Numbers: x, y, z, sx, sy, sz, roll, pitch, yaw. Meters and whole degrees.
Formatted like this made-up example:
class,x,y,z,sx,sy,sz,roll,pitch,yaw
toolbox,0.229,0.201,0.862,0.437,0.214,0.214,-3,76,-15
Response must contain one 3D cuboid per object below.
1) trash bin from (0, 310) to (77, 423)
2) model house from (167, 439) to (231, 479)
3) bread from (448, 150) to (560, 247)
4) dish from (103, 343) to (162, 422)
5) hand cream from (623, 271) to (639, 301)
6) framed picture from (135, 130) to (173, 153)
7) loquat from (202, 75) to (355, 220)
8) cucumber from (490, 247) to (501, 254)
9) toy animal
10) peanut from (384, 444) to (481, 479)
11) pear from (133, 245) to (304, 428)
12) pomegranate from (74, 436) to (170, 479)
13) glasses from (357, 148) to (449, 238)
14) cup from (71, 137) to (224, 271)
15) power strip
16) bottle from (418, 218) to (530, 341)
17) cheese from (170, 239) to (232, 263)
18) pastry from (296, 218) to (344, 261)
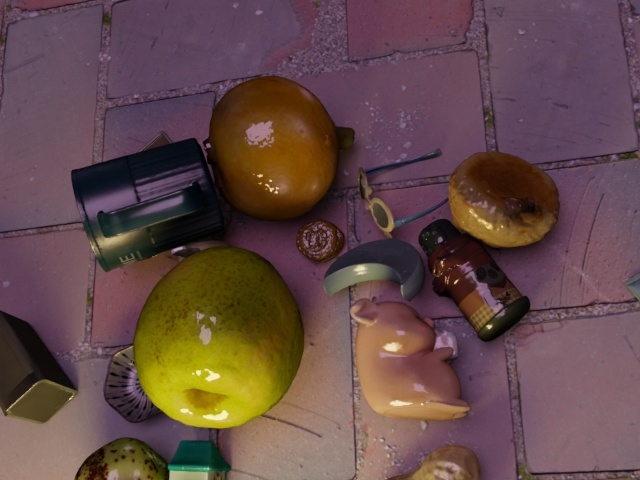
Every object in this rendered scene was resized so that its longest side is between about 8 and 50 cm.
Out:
class,x,y,z,sx,sy,sz,roll,pitch,yaw
trash bin,-0.708,0.296,2.042,0.122,0.164,0.240,-42,63,-1
model house,-0.260,0.504,1.855,0.100,0.127,0.149,-4,75,15
bread,0.381,-0.078,1.829,0.244,0.134,0.244,11,46,-11
dish,-0.401,0.326,1.990,0.191,0.066,0.190,-4,72,13
hand cream,0.730,0.182,1.716,0.111,0.070,0.312,-28,59,8
framed picture,-0.435,-0.165,2.192,0.203,0.015,0.150,-42,66,-1
loquat,-0.087,-0.207,1.954,0.359,0.328,0.328,-10,67,-17
cucumber,0.348,-0.036,1.906,0.039,0.039,0.168,-39,64,1
toy animal,0.180,0.245,1.779,0.213,0.195,0.256,-10,66,5
peanut,0.191,0.520,1.722,0.298,0.120,0.136,-32,61,7
pear,-0.208,0.190,1.832,0.391,0.391,0.391,-5,71,15
pomegranate,-0.427,0.548,1.813,0.204,0.276,0.222,-12,104,15
glasses,0.192,-0.133,1.937,0.220,0.088,0.189,-31,49,2
cup,-0.382,-0.097,1.933,0.292,0.308,0.242,-17,71,-8
power strip,0.119,0.064,1.889,0.253,0.054,0.167,4,38,39
bottle,0.305,0.076,1.816,0.143,0.156,0.271,-40,70,9
cheese,-0.283,0.030,1.955,0.127,0.251,0.054,-19,83,8
pastry,0.000,0.000,1.987,0.109,0.057,0.097,-19,73,12
